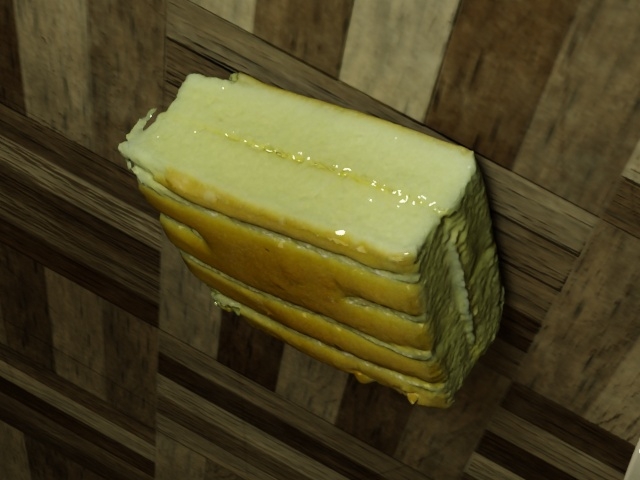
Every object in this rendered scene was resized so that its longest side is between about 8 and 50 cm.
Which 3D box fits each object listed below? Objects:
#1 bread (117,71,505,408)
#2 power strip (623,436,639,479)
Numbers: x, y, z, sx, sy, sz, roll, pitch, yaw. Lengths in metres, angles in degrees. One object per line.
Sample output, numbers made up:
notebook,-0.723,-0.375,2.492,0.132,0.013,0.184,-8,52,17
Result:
bread,0.000,0.000,1.434,0.246,0.111,0.239,22,155,23
power strip,0.264,0.161,1.390,0.078,0.154,0.154,21,156,17
